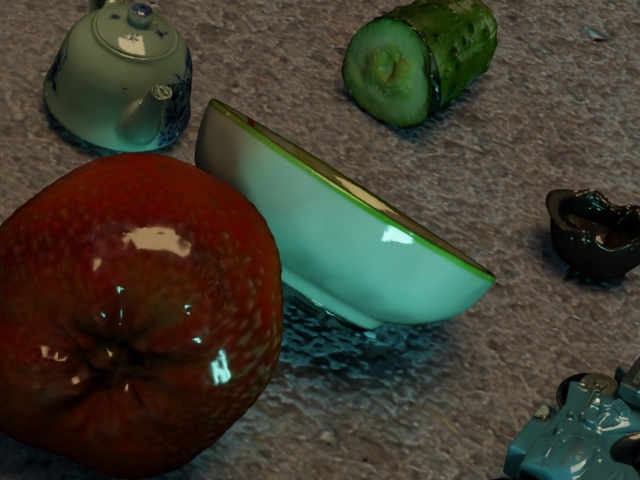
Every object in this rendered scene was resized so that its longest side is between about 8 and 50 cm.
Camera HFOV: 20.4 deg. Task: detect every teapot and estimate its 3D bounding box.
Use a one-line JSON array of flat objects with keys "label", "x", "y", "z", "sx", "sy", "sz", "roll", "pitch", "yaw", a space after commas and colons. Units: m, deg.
[{"label": "teapot", "x": -0.201, "y": -0.188, "z": 1.846, "sx": 0.159, "sy": 0.159, "sz": 0.232, "roll": -3, "pitch": 47, "yaw": -25}]

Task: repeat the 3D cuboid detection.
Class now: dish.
[{"label": "dish", "x": 0.000, "y": 0.000, "z": 1.700, "sx": 0.324, "sy": 0.124, "sz": 0.324, "roll": 32, "pitch": 3, "yaw": -2}]

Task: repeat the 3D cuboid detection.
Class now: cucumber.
[{"label": "cucumber", "x": 0.137, "y": -0.226, "z": 2.055, "sx": 0.134, "sy": 0.134, "sz": 0.244, "roll": 35, "pitch": 39, "yaw": 15}]

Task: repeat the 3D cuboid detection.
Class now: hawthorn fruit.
[{"label": "hawthorn fruit", "x": -0.158, "y": 0.051, "z": 1.525, "sx": 0.275, "sy": 0.275, "sz": 0.299, "roll": 24, "pitch": 39, "yaw": 3}]

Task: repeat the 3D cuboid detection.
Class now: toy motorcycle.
[{"label": "toy motorcycle", "x": 0.266, "y": 0.213, "z": 1.635, "sx": 0.182, "sy": 0.123, "sz": 0.272, "roll": 25, "pitch": 41, "yaw": 20}]

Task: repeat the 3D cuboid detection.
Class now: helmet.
[{"label": "helmet", "x": 0.292, "y": -0.002, "z": 1.909, "sx": 0.123, "sy": 0.070, "sz": 0.098, "roll": 16, "pitch": 35, "yaw": 4}]
